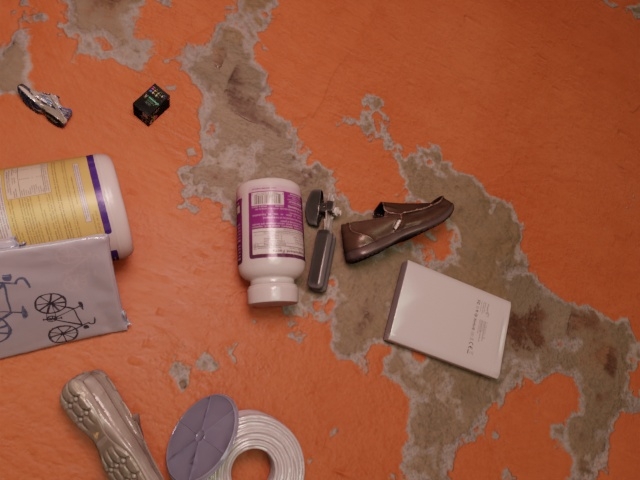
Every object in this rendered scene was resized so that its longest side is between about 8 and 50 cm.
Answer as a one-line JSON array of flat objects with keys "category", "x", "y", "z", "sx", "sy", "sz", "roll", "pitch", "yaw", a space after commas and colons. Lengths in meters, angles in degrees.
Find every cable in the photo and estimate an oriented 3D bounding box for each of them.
[{"category": "cable", "x": -0.164, "y": 0.526, "z": 1.172, "sx": 0.257, "sy": 0.089, "sz": 0.257, "roll": -34, "pitch": 89, "yaw": -23}]

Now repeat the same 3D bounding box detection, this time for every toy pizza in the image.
[{"category": "toy pizza", "x": -0.255, "y": 0.436, "z": 1.123, "sx": 0.032, "sy": 0.201, "sz": 0.201, "roll": 50, "pitch": 63, "yaw": -36}]

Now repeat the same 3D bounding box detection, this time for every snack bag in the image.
[{"category": "snack bag", "x": -0.582, "y": 0.114, "z": 1.038, "sx": 0.342, "sy": 0.323, "sz": 0.037, "roll": -11, "pitch": 46, "yaw": -20}]

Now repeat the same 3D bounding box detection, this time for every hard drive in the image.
[{"category": "hard drive", "x": 0.367, "y": 0.226, "z": 1.453, "sx": 0.353, "sy": 0.047, "sz": 0.233, "roll": 22, "pitch": 71, "yaw": -13}]

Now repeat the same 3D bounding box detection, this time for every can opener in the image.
[{"category": "can opener", "x": 0.000, "y": 0.000, "z": 1.383, "sx": 0.093, "sy": 0.074, "sz": 0.281, "roll": 1, "pitch": 71, "yaw": 17}]

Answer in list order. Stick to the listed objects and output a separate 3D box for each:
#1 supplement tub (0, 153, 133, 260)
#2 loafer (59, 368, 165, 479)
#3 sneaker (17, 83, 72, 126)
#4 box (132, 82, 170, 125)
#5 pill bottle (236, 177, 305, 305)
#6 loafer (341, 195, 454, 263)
[{"category": "supplement tub", "x": -0.593, "y": -0.043, "z": 1.090, "sx": 0.331, "sy": 0.241, "sz": 0.241, "roll": -14, "pitch": 81, "yaw": -22}, {"category": "loafer", "x": -0.424, "y": 0.415, "z": 1.095, "sx": 0.319, "sy": 0.112, "sz": 0.111, "roll": 55, "pitch": 26, "yaw": 5}, {"category": "sneaker", "x": -0.670, "y": -0.337, "z": 1.248, "sx": 0.135, "sy": 0.052, "sz": 0.058, "roll": 39, "pitch": 58, "yaw": -14}, {"category": "box", "x": -0.435, "y": -0.350, "z": 1.318, "sx": 0.052, "sy": 0.062, "sz": 0.083, "roll": 39, "pitch": 67, "yaw": -5}, {"category": "pill bottle", "x": -0.123, "y": 0.010, "z": 1.276, "sx": 0.169, "sy": 0.169, "sz": 0.302, "roll": 1, "pitch": 76, "yaw": -18}, {"category": "loafer", "x": 0.214, "y": -0.060, "z": 1.426, "sx": 0.365, "sy": 0.134, "sz": 0.130, "roll": -23, "pitch": 85, "yaw": -23}]
